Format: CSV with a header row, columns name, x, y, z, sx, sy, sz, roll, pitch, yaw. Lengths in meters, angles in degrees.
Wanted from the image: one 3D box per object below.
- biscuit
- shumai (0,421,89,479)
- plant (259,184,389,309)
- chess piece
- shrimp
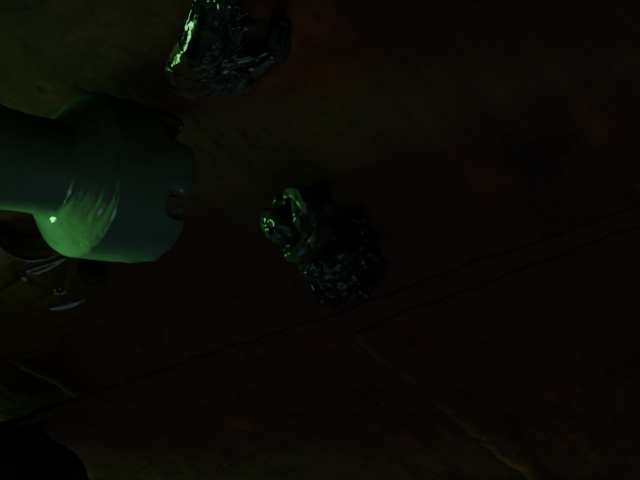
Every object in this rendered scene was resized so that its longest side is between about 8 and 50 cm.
name,x,y,z,sx,sy,sz,roll,pitch,yaw
biscuit,-0.280,0.049,1.287,0.215,0.034,0.182,-32,141,34
shumai,-0.428,0.237,1.353,0.324,0.397,0.323,-34,111,7
plant,0.000,0.000,1.231,0.085,0.087,0.174,-44,147,2
chess piece,-0.237,-0.060,1.003,0.299,0.195,0.194,10,145,-40
shrimp,-0.059,-0.148,1.028,0.091,0.034,0.161,-8,156,-20
